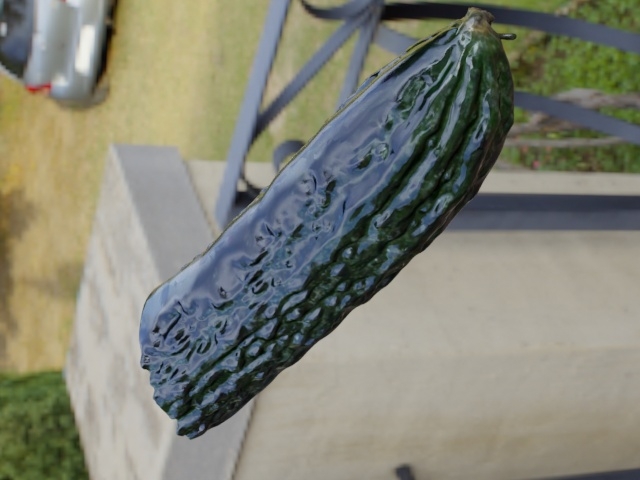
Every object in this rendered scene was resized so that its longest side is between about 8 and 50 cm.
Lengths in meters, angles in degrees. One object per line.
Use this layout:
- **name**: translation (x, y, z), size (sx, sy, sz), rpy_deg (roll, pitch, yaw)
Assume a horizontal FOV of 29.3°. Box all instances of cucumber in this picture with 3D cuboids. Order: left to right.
- **cucumber**: translation (0.001, 0.000, 0.542), size (0.265, 0.077, 0.077), rpy_deg (-41, 52, 38)
